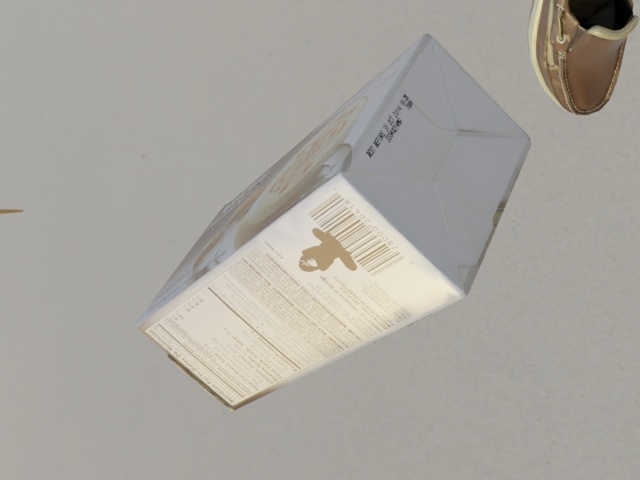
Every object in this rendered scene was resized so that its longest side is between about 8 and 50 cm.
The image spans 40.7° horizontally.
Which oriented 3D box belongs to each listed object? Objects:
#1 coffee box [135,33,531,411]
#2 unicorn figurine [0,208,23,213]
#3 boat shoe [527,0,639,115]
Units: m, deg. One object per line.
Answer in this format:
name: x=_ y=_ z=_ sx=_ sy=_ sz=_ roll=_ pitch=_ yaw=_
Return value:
coffee box: x=0.000 y=0.000 z=0.556 sx=0.246 sy=0.098 sz=0.141 roll=-34 pitch=18 yaw=48
unicorn figurine: x=-0.313 y=-0.021 z=0.756 sx=0.162 sy=0.060 sz=0.111 roll=-84 pitch=12 yaw=-47
boat shoe: x=0.251 y=-0.209 z=0.814 sx=0.095 sy=0.095 sz=0.257 roll=-114 pitch=0 yaw=-46
